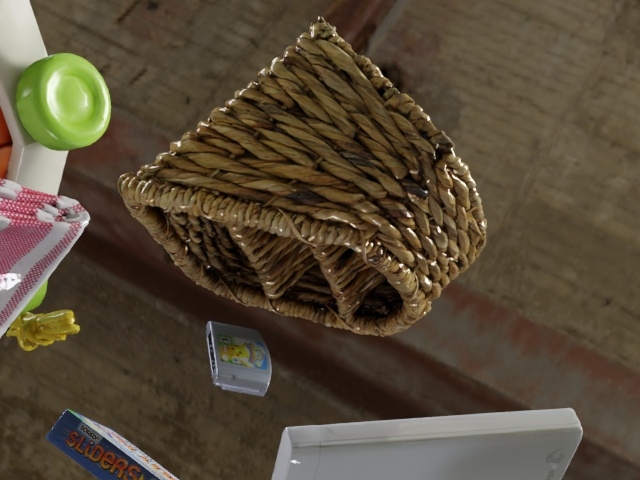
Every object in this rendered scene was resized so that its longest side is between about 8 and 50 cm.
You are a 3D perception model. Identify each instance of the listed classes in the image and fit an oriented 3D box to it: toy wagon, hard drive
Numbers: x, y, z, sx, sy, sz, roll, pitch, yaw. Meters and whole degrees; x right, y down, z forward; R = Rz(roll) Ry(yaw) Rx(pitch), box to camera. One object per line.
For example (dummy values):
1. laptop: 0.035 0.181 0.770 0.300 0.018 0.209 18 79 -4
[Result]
1. toy wagon: -0.247 -0.084 0.681 0.068 0.267 0.344 -26 -76 -47
2. hard drive: 0.099 0.260 1.100 0.307 0.203 0.040 0 -140 -17

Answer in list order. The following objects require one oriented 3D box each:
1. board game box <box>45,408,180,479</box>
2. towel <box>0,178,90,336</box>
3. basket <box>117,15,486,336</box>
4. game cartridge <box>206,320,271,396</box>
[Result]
1. board game box: -0.152 0.239 0.998 0.201 0.136 0.035 32 -102 16
2. towel: -0.211 0.012 0.419 0.197 0.144 0.029 16 -134 -34
3. basket: 0.000 0.000 0.928 0.223 0.299 0.213 -41 -107 -8
4. game cartridge: -0.073 0.105 0.952 0.056 0.017 0.083 16 -151 -22
